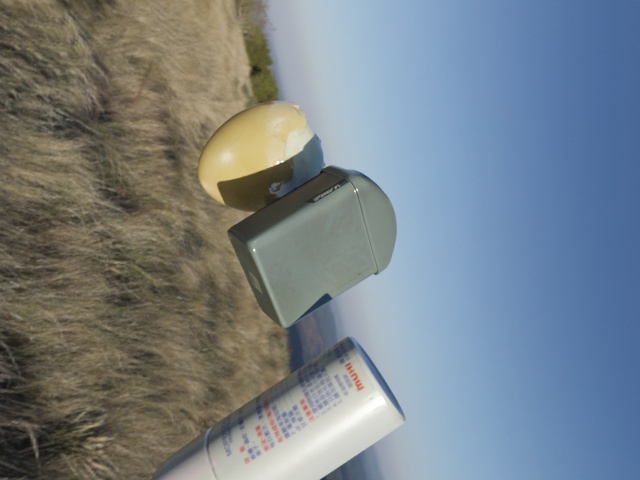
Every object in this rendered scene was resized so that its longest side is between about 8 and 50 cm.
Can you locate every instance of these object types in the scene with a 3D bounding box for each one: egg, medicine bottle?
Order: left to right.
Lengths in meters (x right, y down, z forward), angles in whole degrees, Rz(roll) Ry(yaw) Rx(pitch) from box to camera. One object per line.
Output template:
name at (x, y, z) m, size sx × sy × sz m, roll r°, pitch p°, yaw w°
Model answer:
egg at (-0.110, -0.151, 0.925) m, size 0.201 × 0.245 × 0.200 m, roll 162°, pitch -90°, yaw -88°
medicine bottle at (-0.066, 0.268, 0.633) m, size 0.130 × 0.341 × 0.130 m, roll 56°, pitch 1°, yaw -1°

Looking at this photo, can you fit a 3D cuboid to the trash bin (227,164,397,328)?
trash bin at (0.000, 0.000, 0.733) m, size 0.101 × 0.236 × 0.176 m, roll 31°, pitch -35°, yaw 50°
